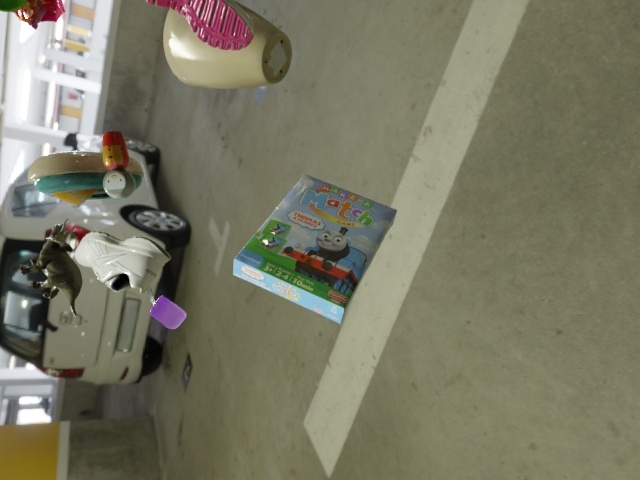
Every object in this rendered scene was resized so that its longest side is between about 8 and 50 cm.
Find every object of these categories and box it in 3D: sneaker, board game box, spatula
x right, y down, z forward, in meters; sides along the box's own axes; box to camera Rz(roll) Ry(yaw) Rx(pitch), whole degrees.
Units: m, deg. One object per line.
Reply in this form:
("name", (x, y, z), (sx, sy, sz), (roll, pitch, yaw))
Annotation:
("sneaker", (-0.510, 0.056, 1.178), (0.297, 0.111, 0.129), (2, 58, 32))
("sneaker", (-0.238, -0.484, 0.953), (0.103, 0.252, 0.111), (-41, 23, 43))
("board game box", (0.000, 0.000, 0.686), (0.039, 0.160, 0.211), (101, -163, -45))
("spatula", (-0.504, 0.137, 1.382), (0.296, 0.030, 0.084), (44, 111, 12))

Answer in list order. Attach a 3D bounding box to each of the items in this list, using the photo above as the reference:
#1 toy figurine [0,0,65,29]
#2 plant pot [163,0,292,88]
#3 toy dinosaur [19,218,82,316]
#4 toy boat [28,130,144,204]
("toy figurine", (-0.608, -0.511, 1.016), (0.159, 0.130, 0.173), (132, 152, -76))
("plant pot", (-0.220, -0.511, 1.273), (0.274, 0.256, 0.256), (23, 107, 25))
("toy dinosaur", (-0.841, 0.103, 1.544), (0.121, 0.160, 0.313), (-81, -28, -86))
("toy boat", (-0.540, -0.150, 1.163), (0.318, 0.267, 0.148), (-11, 87, 47))
